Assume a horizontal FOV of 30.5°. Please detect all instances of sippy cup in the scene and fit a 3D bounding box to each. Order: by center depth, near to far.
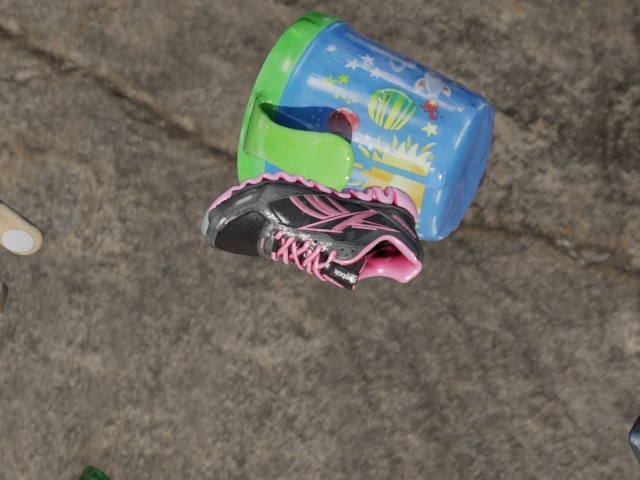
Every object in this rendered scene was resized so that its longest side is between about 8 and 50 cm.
[{"bbox_3d":[0.061,-0.109,1.283,0.224,0.240,0.305,21,54,19],"label":"sippy cup"}]

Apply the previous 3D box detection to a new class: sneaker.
[{"bbox_3d":[0.000,0.000,0.593,0.119,0.047,0.057,1,46,-19],"label":"sneaker"}]

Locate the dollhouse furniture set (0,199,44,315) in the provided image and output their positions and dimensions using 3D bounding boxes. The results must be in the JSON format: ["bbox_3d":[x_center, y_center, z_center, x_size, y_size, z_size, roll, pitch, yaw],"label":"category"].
[{"bbox_3d":[-0.425,0.146,1.145,0.174,0.303,0.355,41,31,-35],"label":"dollhouse furniture set"}]

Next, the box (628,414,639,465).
[{"bbox_3d":[0.352,0.039,0.542,0.212,0.293,0.395,18,63,40],"label":"box"}]

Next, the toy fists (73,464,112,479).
[{"bbox_3d":[-0.267,0.355,1.369,0.142,0.279,0.096,-42,122,-24],"label":"toy fists"}]
